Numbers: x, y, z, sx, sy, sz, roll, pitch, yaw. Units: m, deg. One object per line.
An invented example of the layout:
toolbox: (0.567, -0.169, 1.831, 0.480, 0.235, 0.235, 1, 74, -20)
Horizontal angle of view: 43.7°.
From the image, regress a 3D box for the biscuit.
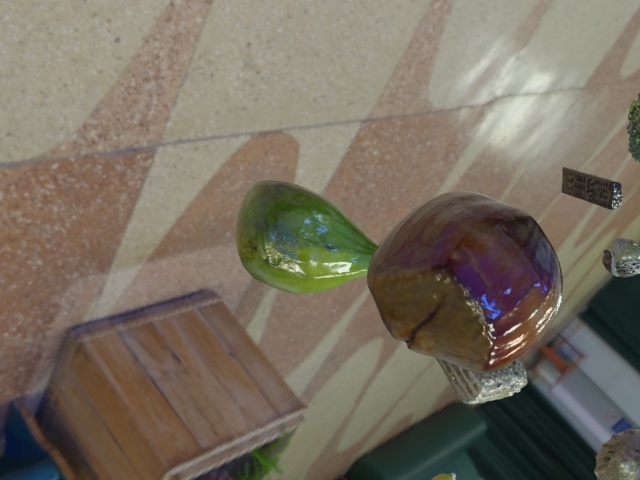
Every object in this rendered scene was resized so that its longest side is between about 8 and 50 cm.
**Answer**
biscuit: (0.199, 0.124, 1.158, 0.108, 0.238, 0.062, -2, 142, -38)

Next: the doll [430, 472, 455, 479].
doll: (0.315, 0.656, 2.099, 0.106, 0.062, 0.162, -43, 156, -11)

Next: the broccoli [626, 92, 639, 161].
broccoli: (0.779, -0.258, 1.676, 0.302, 0.249, 0.375, -65, 153, -24)

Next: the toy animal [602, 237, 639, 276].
toy animal: (0.744, 0.056, 1.917, 0.098, 0.137, 0.098, -46, 170, -11)

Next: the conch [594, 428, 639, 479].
conch: (0.573, 0.398, 1.401, 0.155, 0.130, 0.207, -14, 153, 38)

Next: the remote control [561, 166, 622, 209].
remote control: (0.566, -0.113, 1.684, 0.025, 0.063, 0.245, -7, -167, -6)

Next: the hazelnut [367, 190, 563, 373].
hazelnut: (0.173, 0.045, 0.935, 0.181, 0.212, 0.181, -27, 154, -57)

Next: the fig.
fig: (-0.028, 0.008, 1.589, 0.233, 0.314, 0.233, -31, 134, -38)
